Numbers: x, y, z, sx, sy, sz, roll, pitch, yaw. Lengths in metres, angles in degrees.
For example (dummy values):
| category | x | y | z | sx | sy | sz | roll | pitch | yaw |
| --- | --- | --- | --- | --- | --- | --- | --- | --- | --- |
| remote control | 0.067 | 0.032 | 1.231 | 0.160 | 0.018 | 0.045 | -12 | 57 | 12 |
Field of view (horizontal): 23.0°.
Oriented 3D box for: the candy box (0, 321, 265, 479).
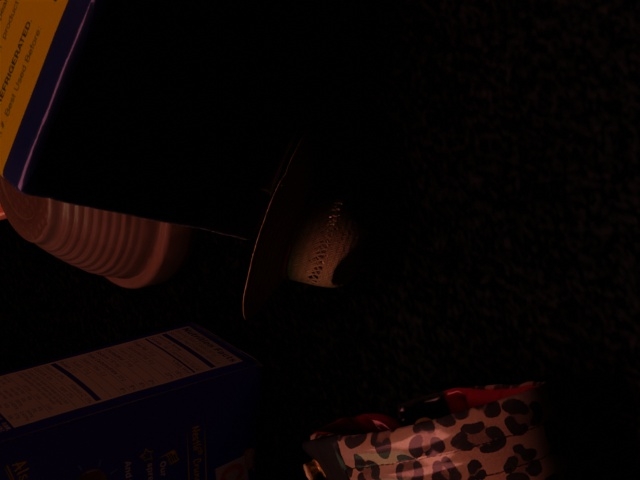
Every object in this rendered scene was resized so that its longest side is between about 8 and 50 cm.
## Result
| category | x | y | z | sx | sy | sz | roll | pitch | yaw |
| --- | --- | --- | --- | --- | --- | --- | --- | --- | --- |
| candy box | -0.204 | 0.233 | 1.249 | 0.122 | 0.317 | 0.268 | 31 | 127 | 50 |

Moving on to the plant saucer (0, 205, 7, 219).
| category | x | y | z | sx | sy | sz | roll | pitch | yaw |
| --- | --- | --- | --- | --- | --- | --- | --- | --- | --- |
| plant saucer | -0.353 | -0.079 | 1.448 | 0.200 | 0.200 | 0.037 | 135 | 145 | -54 |

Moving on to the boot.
| category | x | y | z | sx | sy | sz | roll | pitch | yaw |
| --- | --- | --- | --- | --- | --- | --- | --- | --- | --- |
| boot | 0.063 | 0.249 | 1.014 | 0.377 | 0.138 | 0.284 | -19 | 88 | 54 |

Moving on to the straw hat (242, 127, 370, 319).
| category | x | y | z | sx | sy | sz | roll | pitch | yaw |
| --- | --- | --- | --- | --- | --- | --- | --- | --- | --- |
| straw hat | 0.000 | 0.000 | 1.062 | 0.061 | 0.144 | 0.144 | 18 | 127 | 8 |

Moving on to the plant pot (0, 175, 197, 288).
| category | x | y | z | sx | sy | sz | roll | pitch | yaw |
| --- | --- | --- | --- | --- | --- | --- | --- | --- | --- |
| plant pot | -0.206 | -0.067 | 1.320 | 0.237 | 0.110 | 0.237 | 30 | 128 | 49 |

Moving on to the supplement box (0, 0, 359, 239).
| category | x | y | z | sx | sy | sz | roll | pitch | yaw |
| --- | --- | --- | --- | --- | --- | --- | --- | --- | --- |
| supplement box | -0.173 | -0.174 | 1.092 | 0.356 | 0.195 | 0.194 | 38 | 109 | 43 |
